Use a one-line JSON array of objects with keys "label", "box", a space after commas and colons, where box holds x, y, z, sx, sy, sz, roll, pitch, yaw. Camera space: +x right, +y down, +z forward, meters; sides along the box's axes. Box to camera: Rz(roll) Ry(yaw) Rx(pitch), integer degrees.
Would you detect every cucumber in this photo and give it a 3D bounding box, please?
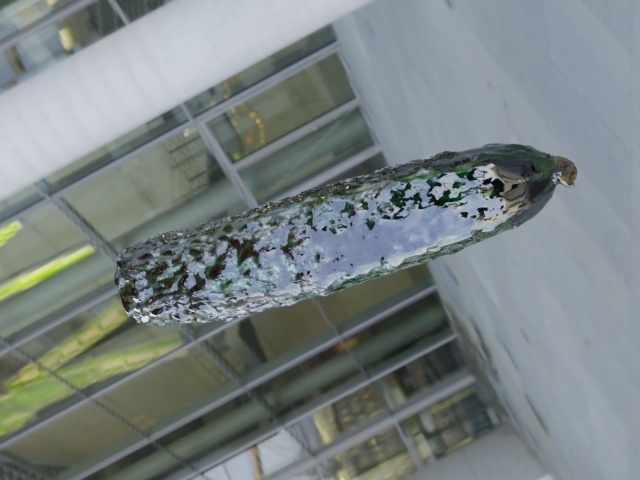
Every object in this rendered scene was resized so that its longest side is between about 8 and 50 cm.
[{"label": "cucumber", "box": [0.000, 0.000, 0.503, 0.067, 0.293, 0.068, 23, -120, -48]}]
